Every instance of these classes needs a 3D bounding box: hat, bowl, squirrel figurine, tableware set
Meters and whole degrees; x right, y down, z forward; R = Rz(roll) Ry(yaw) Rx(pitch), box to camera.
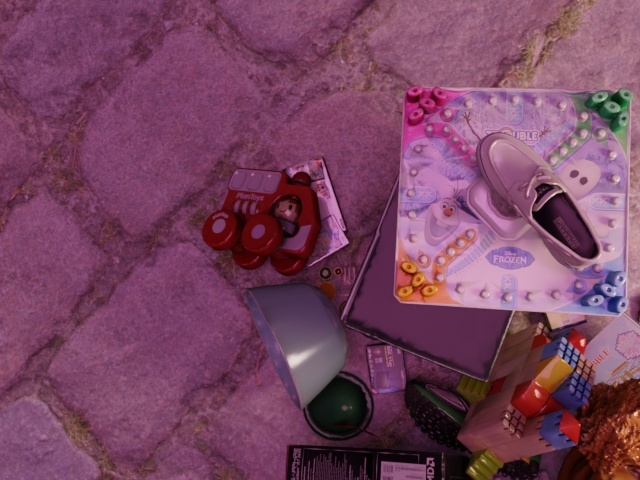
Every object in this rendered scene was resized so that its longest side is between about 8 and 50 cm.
[{"bbox_3d":[0.042,0.405,1.479,0.208,0.183,0.173,-13,83,8],"label":"hat"},{"bbox_3d":[-0.043,0.225,1.476,0.163,0.311,0.312,-23,81,-13],"label":"bowl"},{"bbox_3d":[0.550,0.449,1.159,0.281,0.370,0.397,-2,83,34],"label":"squirrel figurine"},{"bbox_3d":[0.042,0.141,1.585,0.104,0.024,0.154,-3,85,9],"label":"tableware set"}]

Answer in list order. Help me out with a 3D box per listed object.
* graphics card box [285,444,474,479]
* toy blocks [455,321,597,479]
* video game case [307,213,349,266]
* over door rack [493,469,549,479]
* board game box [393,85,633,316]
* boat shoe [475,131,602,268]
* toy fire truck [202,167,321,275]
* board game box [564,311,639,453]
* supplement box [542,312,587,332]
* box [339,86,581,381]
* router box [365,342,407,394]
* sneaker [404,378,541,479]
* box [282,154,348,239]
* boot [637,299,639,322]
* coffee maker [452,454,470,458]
[{"bbox_3d":[0.136,0.510,1.369,0.370,0.233,0.094,-9,65,29],"label":"graphics card box"},{"bbox_3d":[0.448,0.302,1.298,0.190,0.261,0.381,41,50,-4],"label":"toy blocks"},{"bbox_3d":[0.000,0.000,1.572,0.122,0.011,0.087,-31,81,6],"label":"video game case"},{"bbox_3d":[0.538,0.689,1.399,0.239,0.108,0.324,-11,63,8],"label":"over door rack"},{"bbox_3d":[0.329,-0.076,1.068,0.389,0.050,0.390,3,86,8],"label":"board game box"},{"bbox_3d":[0.349,-0.069,0.994,0.096,0.088,0.268,-33,82,4],"label":"boat shoe"},{"bbox_3d":[-0.131,-0.063,1.540,0.302,0.169,0.254,7,70,32],"label":"toy fire truck"},{"bbox_3d":[0.674,0.375,1.353,0.319,0.066,0.318,-51,59,16],"label":"board game box"},{"bbox_3d":[0.573,0.166,1.480,0.083,0.056,0.083,-18,82,7],"label":"supplement box"},{"bbox_3d":[0.283,0.003,1.331,0.297,0.472,0.480,22,89,9],"label":"box"},{"bbox_3d":[0.165,0.315,1.541,0.092,0.038,0.123,-9,84,7],"label":"router box"},{"bbox_3d":[0.357,0.422,1.469,0.343,0.134,0.146,28,51,9],"label":"sneaker"},{"bbox_3d":[-0.015,-0.104,1.609,0.114,0.036,0.207,-18,82,7],"label":"box"},{"bbox_3d":[0.791,0.186,1.455,0.086,0.042,0.119,-5,83,15],"label":"boot"},{"bbox_3d":[0.320,0.603,1.464,0.171,0.120,0.178,4,86,-13],"label":"coffee maker"}]
